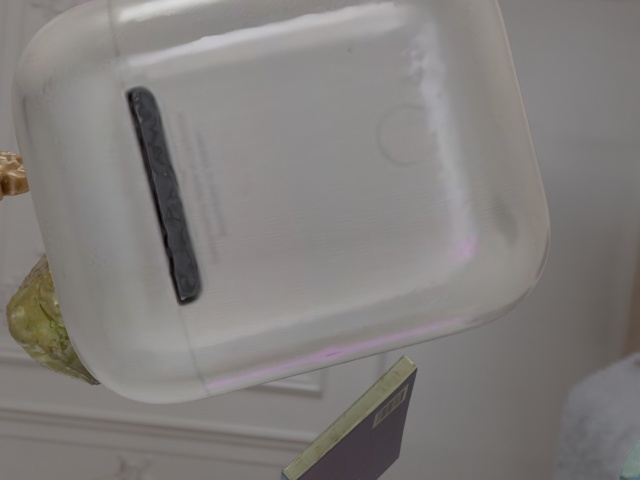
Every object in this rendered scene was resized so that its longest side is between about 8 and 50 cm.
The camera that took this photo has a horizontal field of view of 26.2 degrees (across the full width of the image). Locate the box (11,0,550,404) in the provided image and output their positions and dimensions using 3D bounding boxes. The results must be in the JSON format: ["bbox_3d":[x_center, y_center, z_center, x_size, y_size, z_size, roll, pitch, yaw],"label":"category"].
[{"bbox_3d":[-0.026,-0.051,0.961,0.141,0.349,0.288,-109,6,-87],"label":"box"}]

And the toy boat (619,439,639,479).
[{"bbox_3d":[0.316,0.279,1.245,0.133,0.145,0.332,58,-142,-11],"label":"toy boat"}]

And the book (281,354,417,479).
[{"bbox_3d":[0.028,0.250,1.546,0.191,0.025,0.269,-40,-21,-21],"label":"book"}]

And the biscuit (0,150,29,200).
[{"bbox_3d":[-0.515,-0.096,1.882,0.202,0.289,0.044,-22,-65,-40],"label":"biscuit"}]

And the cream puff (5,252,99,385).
[{"bbox_3d":[-0.263,0.061,1.638,0.244,0.196,0.244,-54,-12,-18],"label":"cream puff"}]
